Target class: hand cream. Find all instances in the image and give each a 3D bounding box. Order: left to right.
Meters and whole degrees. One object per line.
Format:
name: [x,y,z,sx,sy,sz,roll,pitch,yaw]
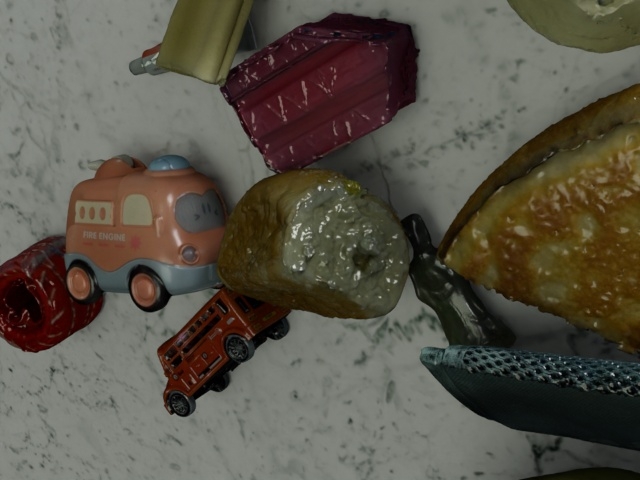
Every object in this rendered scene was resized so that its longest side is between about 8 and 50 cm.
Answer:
hand cream: [-0.183,-0.272,1.473,0.216,0.038,0.052,-11,127,30]

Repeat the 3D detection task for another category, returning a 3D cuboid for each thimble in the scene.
thimble: [-0.462,0.094,1.749,0.163,0.125,0.189,49,127,3]

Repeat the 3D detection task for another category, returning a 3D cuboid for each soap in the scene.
soap: [0.009,-0.196,1.334,0.250,0.099,0.162,-23,96,38]

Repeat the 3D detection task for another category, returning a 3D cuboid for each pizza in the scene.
pizza: [0.386,0.025,1.176,0.440,0.130,0.406,-30,106,39]

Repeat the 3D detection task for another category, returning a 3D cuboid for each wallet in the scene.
wallet: [0.314,0.183,1.230,0.342,0.237,0.075,5,68,36]

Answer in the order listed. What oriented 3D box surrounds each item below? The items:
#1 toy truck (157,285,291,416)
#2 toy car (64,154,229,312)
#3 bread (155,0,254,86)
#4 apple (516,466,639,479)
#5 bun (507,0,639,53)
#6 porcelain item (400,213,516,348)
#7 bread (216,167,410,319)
toy truck: [-0.160,0.160,1.590,0.114,0.107,0.253,51,126,6]
toy car: [-0.251,-0.020,1.539,0.271,0.180,0.212,4,102,33]
bread: [-0.144,-0.297,1.367,0.139,0.060,0.178,26,97,51]
apple: [0.314,0.482,1.216,0.474,0.474,0.473,13,116,28]
bun: [0.286,-0.311,1.032,0.259,0.152,0.259,2,106,8]
porcelain item: [0.163,0.064,1.360,0.081,0.069,0.215,-30,93,44]
bread: [0.000,0.000,1.346,0.246,0.196,0.176,-6,66,60]
